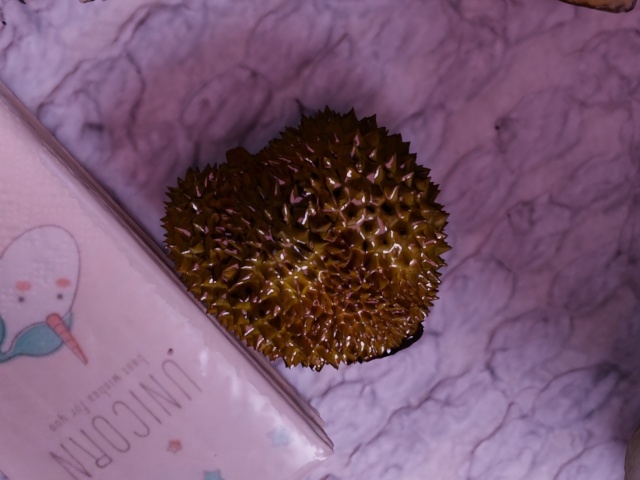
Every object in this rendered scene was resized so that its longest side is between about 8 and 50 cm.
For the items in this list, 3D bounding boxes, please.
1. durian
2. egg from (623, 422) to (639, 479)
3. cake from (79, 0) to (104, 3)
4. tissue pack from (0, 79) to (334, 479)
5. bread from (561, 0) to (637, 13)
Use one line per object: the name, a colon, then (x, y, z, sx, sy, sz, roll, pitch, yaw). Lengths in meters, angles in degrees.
durian: (0.000, 0.000, 1.039, 0.158, 0.137, 0.168, -36, 108, 23)
egg: (0.322, 0.132, 0.951, 0.337, 0.201, 0.337, 1, 135, 1)
cake: (-0.146, -0.196, 0.993, 0.051, 0.055, 0.140, -32, 109, 13)
tissue pack: (-0.159, 0.060, 1.076, 0.170, 0.071, 0.325, -40, 110, 8)
bread: (0.133, -0.194, 1.009, 0.125, 0.082, 0.106, 9, 120, -20)
